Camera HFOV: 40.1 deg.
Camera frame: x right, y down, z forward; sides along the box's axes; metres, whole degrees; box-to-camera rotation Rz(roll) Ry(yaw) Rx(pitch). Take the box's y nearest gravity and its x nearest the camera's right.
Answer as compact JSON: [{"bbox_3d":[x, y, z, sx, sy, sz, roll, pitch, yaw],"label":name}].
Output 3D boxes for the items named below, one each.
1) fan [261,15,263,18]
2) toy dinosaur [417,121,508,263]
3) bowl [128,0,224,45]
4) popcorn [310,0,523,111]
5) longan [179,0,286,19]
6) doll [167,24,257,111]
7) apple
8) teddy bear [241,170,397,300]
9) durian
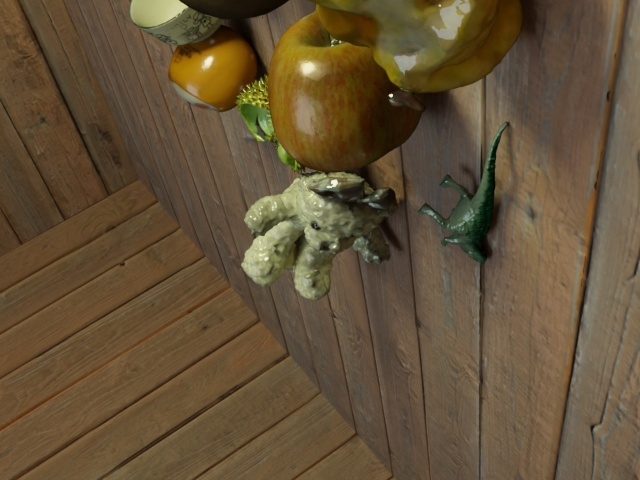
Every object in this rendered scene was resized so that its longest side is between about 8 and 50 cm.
[{"bbox_3d":[-0.135,-0.491,1.792,0.056,0.004,0.083,30,152,53],"label":"fan"},{"bbox_3d":[0.228,-0.071,1.461,0.129,0.076,0.383,16,155,16],"label":"toy dinosaur"},{"bbox_3d":[-0.288,-0.521,1.916,0.126,0.237,0.238,40,179,-44],"label":"bowl"},{"bbox_3d":[0.100,-0.347,1.082,0.298,0.280,0.316,14,159,23],"label":"popcorn"},{"bbox_3d":[-0.136,-0.492,1.405,0.297,0.297,0.297,50,162,23],"label":"longan"},{"bbox_3d":[-0.225,-0.390,2.040,0.236,0.213,0.213,19,-164,-46],"label":"doll"},{"bbox_3d":[0.036,-0.248,1.404,0.264,0.264,0.264,50,162,23],"label":"apple"},{"bbox_3d":[0.000,0.000,1.867,0.328,0.375,0.362,19,-165,-17],"label":"teddy bear"},{"bbox_3d":[-0.054,-0.249,1.789,0.237,0.177,0.200,30,139,47],"label":"durian"}]
